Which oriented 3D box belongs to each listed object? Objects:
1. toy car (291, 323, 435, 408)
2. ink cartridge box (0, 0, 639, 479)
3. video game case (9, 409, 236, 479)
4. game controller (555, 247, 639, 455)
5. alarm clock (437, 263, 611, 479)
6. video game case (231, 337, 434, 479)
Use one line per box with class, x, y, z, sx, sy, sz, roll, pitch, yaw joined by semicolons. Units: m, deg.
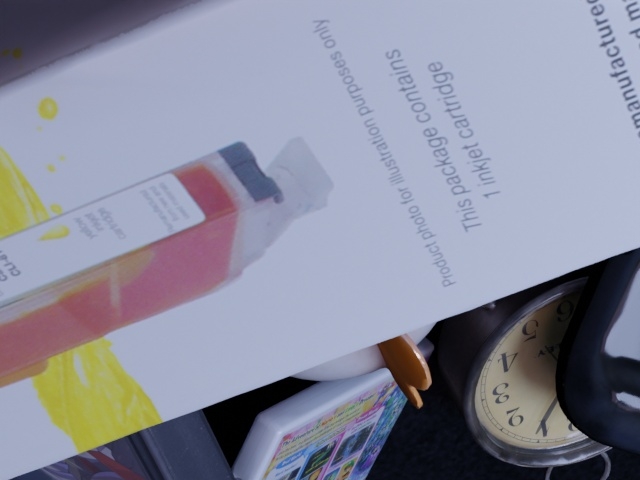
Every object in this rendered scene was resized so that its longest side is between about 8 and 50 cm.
toy car;0.000;0.000;0.856;0.219;0.238;0.210;-27;131;0
ink cartridge box;-0.077;-0.084;0.694;0.385;0.279;0.160;-21;131;10
video game case;-0.138;0.118;0.914;0.035;0.248;0.275;-57;142;-34
game controller;0.237;-0.029;1.008;0.166;0.067;0.319;19;100;-17
alarm clock;0.131;0.071;1.077;0.129;0.064;0.192;-18;127;-8
video game case;-0.011;0.125;1.036;0.157;0.019;0.143;-22;143;-55
